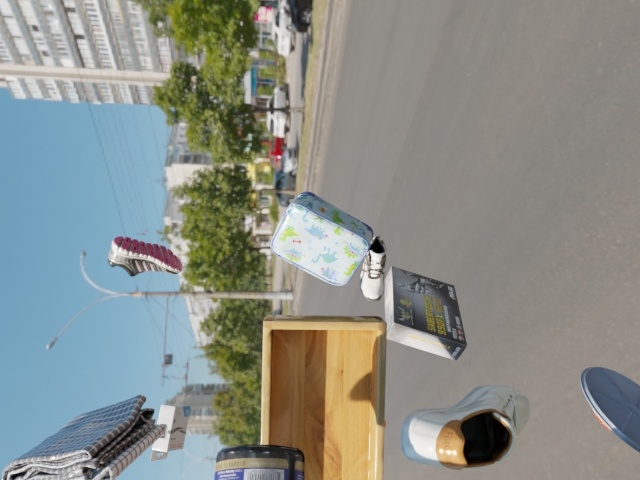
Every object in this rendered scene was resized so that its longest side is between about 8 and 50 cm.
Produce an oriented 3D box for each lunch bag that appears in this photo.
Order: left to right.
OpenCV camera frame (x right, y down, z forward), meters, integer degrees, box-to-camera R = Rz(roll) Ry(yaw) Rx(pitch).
[{"bbox_3d":[0.000,0.000,1.126,0.176,0.219,0.090,-62,2,32],"label":"lunch bag"}]

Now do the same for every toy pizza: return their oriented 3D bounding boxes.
[{"bbox_3d":[0.571,0.323,0.870,0.201,0.202,0.032,-96,26,-54],"label":"toy pizza"}]

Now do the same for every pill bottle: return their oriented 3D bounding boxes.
[{"bbox_3d":[-0.081,0.383,0.591,0.122,0.123,0.219,99,172,-57],"label":"pill bottle"}]

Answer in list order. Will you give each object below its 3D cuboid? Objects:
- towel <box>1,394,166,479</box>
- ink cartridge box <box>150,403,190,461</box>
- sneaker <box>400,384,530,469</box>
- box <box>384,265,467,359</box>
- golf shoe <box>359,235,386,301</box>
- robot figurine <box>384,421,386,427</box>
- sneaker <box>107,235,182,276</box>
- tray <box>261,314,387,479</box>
[{"bbox_3d":[-0.556,0.491,1.116,0.235,0.284,0.121,-27,-83,-75],"label":"towel"},{"bbox_3d":[-0.509,0.656,1.598,0.104,0.060,0.179,50,-136,-66],"label":"ink cartridge box"},{"bbox_3d":[0.262,0.290,0.709,0.123,0.290,0.105,-12,81,51],"label":"sneaker"},{"bbox_3d":[0.254,0.173,1.170,0.231,0.183,0.056,-77,7,-57],"label":"box"},{"bbox_3d":[0.154,0.079,1.373,0.093,0.077,0.198,81,-168,-64],"label":"golf shoe"},{"bbox_3d":[0.042,0.415,1.114,0.128,0.220,0.158,-59,-24,-22],"label":"robot figurine"},{"bbox_3d":[-0.394,0.047,1.044,0.075,0.171,0.063,-46,46,21],"label":"sneaker"},{"bbox_3d":[0.002,0.337,0.800,0.076,0.203,0.409,-163,75,-86],"label":"tray"}]
